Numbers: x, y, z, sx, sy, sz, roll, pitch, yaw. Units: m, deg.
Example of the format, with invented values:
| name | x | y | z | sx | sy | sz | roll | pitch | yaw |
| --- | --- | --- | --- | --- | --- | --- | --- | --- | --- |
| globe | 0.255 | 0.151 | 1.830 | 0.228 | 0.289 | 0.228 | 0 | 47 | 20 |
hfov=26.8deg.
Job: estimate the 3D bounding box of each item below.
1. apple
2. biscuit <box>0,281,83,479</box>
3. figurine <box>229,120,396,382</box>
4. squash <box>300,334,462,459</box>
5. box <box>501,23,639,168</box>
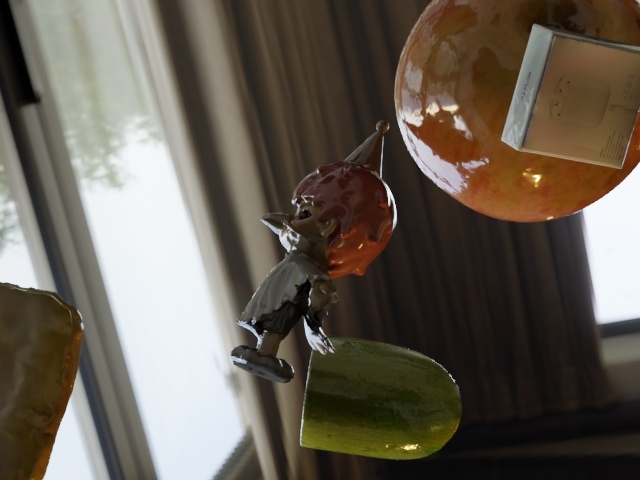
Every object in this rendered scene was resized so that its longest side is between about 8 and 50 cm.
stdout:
| name | x | y | z | sx | sy | sz | roll | pitch | yaw |
| --- | --- | --- | --- | --- | --- | --- | --- | --- | --- |
| apple | 0.280 | -0.206 | 1.795 | 0.363 | 0.364 | 0.364 | -13 | -167 | 3 |
| biscuit | -0.525 | 0.217 | 1.789 | 0.429 | 0.446 | 0.104 | 8 | 176 | 16 |
| figurine | 0.000 | 0.000 | 1.766 | 0.166 | 0.387 | 0.207 | 25 | 170 | 1 |
| squash | 0.125 | 0.318 | 2.687 | 0.308 | 0.234 | 0.210 | 7 | 173 | 2 |
| box | 0.276 | -0.153 | 1.437 | 0.129 | 0.130 | 0.051 | 8 | -164 | -20 |
